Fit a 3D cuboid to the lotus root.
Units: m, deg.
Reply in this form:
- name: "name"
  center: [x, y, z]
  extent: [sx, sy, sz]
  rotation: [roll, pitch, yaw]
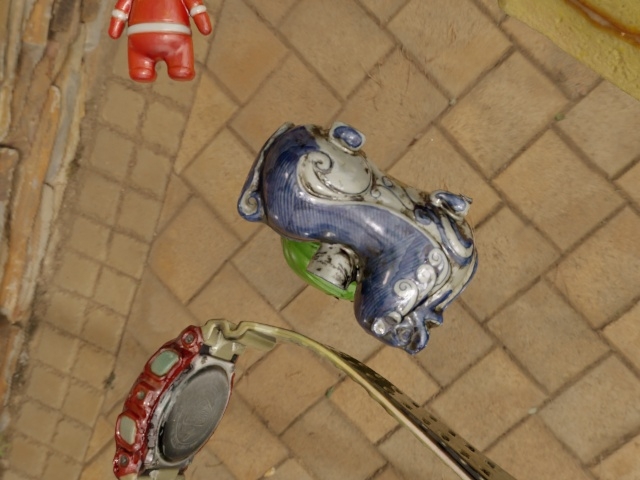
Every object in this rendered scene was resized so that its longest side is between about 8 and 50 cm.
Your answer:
- name: "lotus root"
  center: [0.000, 0.000, 0.875]
  extent: [0.186, 0.186, 0.186]
  rotation: [2, 101, 11]

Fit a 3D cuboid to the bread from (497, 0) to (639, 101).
- name: "bread"
  center: [0.327, -0.259, 0.612]
  extent: [0.162, 0.168, 0.264]
  rotation: [-9, 63, 1]

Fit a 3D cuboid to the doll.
- name: "doll"
  center: [-0.295, -0.463, 0.996]
  extent: [0.199, 0.105, 0.337]
  rotation: [-1, 95, 8]

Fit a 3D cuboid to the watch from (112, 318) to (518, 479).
- name: "watch"
  center: [-0.009, 0.154, 0.342]
  extent: [0.268, 0.102, 0.165]
  rotation: [31, 84, 26]

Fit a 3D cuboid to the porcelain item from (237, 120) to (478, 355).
- name: "porcelain item"
  center: [0.041, -0.007, 0.632]
  extent: [0.287, 0.138, 0.186]
  rotation: [31, 82, -9]
